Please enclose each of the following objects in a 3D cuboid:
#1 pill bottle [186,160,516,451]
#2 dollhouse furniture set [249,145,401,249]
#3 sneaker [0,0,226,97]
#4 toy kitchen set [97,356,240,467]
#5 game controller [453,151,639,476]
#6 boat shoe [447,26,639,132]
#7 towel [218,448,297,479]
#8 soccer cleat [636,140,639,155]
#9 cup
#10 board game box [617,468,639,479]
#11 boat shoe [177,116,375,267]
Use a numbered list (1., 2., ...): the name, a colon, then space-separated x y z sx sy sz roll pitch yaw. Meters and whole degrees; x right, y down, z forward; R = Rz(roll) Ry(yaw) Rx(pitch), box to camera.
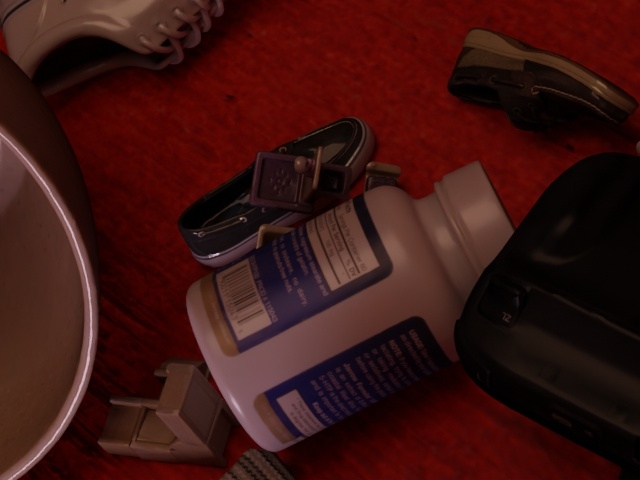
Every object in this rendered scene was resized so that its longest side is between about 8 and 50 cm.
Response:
1. pill bottle: 0.028 0.033 1.077 0.186 0.112 0.112 -27 51 6
2. dollhouse furniture set: 0.000 0.000 1.134 0.091 0.081 0.114 9 82 -4
3. sneaker: -0.106 -0.168 1.308 0.258 0.094 0.091 -21 68 22
4. toy kitchen set: -0.097 0.088 1.131 0.083 0.075 0.068 3 60 25
5. game controller: 0.230 0.065 0.947 0.319 0.067 0.166 27 58 24
6. boat shoe: 0.133 -0.089 1.139 0.049 0.056 0.152 -61 34 1
7. towel: -0.083 0.303 0.997 0.324 0.056 0.312 -39 50 0
8. soccer cleat: 0.230 -0.132 1.112 0.076 0.068 0.196 -3 61 30
9. cup: -0.288 -0.021 1.182 0.331 0.331 0.237 -22 25 14
10. board game box: 0.201 0.166 0.954 0.126 0.026 0.186 11 65 32
11. boat shoe: -0.028 -0.035 1.198 0.142 0.040 0.049 -37 50 2
